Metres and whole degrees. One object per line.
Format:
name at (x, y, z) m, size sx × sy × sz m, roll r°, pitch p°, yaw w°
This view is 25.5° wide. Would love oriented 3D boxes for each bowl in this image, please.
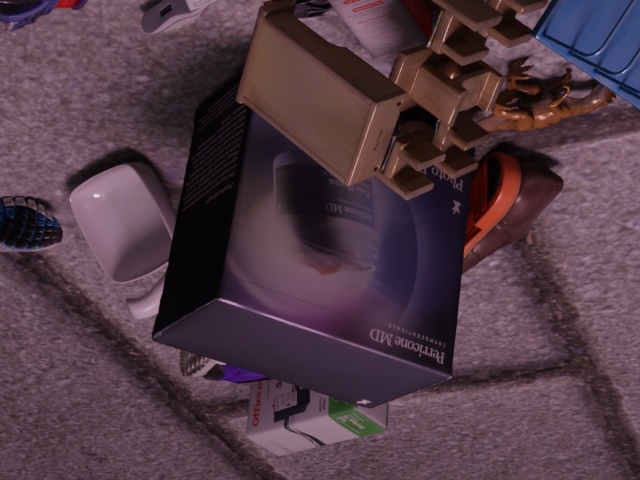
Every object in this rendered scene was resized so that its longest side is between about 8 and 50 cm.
bowl at (-0.236, -0.026, 1.778) m, size 0.142 × 0.053 × 0.142 m, roll -23°, pitch 96°, yaw 38°

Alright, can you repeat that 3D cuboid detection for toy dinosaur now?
toy dinosaur at (0.221, -0.140, 1.572) m, size 0.212 × 0.064 × 0.112 m, roll -12°, pitch 147°, yaw 25°

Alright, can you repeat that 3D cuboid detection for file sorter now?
file sorter at (0.318, -0.199, 1.374) m, size 0.170 × 0.104 × 0.118 m, roll 27°, pitch 99°, yaw -32°

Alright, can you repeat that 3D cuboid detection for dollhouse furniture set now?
dollhouse furniture set at (0.065, -0.168, 1.396) m, size 0.242 × 0.161 × 0.212 m, roll -24°, pitch 144°, yaw -42°

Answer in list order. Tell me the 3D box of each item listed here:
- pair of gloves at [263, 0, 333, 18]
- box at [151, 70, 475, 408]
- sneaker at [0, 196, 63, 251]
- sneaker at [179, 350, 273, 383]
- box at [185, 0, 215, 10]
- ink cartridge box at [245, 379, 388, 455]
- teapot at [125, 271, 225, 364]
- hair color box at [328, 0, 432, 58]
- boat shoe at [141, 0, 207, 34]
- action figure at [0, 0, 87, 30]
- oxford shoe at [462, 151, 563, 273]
pair of gloves at (-0.028, -0.256, 1.460) m, size 0.074 × 0.010 × 0.083 m, roll -3°, pitch 149°, yaw 12°
box at (0.000, 0.000, 1.588) m, size 0.296 × 0.294 × 0.183 m, roll 20°, pitch 154°, yaw -25°
sneaker at (-0.426, -0.013, 1.869) m, size 0.191 × 0.071 × 0.083 m, roll 7°, pitch 156°, yaw 11°
sneaker at (-0.071, 0.139, 2.048) m, size 0.146 × 0.102 × 0.293 m, roll 20°, pitch 150°, yaw -32°
box at (-0.090, -0.299, 1.303) m, size 0.126 × 0.072 × 0.137 m, roll -22°, pitch 147°, yaw -1°
ink cartridge box at (-0.004, 0.224, 2.116) m, size 0.208 × 0.153 × 0.087 m, roll -20°, pitch 141°, yaw 32°
teapot at (-0.079, 0.079, 1.784) m, size 0.252 × 0.187 × 0.256 m, roll 39°, pitch 150°, yaw -10°
hair color box at (0.053, -0.248, 1.433) m, size 0.072 × 0.043 × 0.141 m, roll -13°, pitch 146°, yaw 25°
boat shoe at (-0.143, -0.242, 1.482) m, size 0.100 × 0.035 × 0.035 m, roll -27°, pitch 165°, yaw 35°
action figure at (-0.301, -0.305, 1.266) m, size 0.330 × 0.178 × 0.341 m, roll 15°, pitch 172°, yaw -26°
oxford shoe at (0.206, -0.008, 1.766) m, size 0.098 × 0.096 × 0.271 m, roll 9°, pitch 149°, yaw -20°
